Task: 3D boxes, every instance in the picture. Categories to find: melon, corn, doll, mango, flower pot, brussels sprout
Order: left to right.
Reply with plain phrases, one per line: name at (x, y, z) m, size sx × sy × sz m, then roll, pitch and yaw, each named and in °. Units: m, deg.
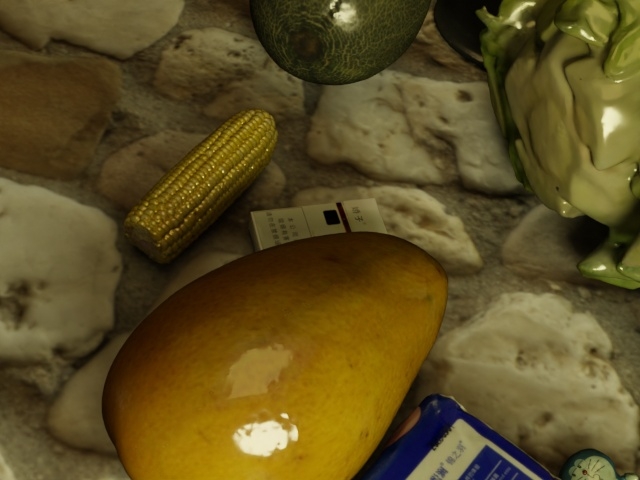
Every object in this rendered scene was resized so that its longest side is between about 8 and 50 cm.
corn at (-0.134, -0.068, 1.153) m, size 0.081 × 0.081 × 0.248 m, roll 29°, pitch 52°, yaw 14°
mango at (-0.032, 0.113, 0.916) m, size 0.378 × 0.263 × 0.221 m, roll -36°, pitch 105°, yaw -36°
melon at (0.032, -0.345, 1.311) m, size 0.237 × 0.238 × 0.302 m, roll 20°, pitch 50°, yaw 7°
flower pot at (0.294, -0.367, 1.431) m, size 0.235 × 0.148 × 0.235 m, roll 5°, pitch 49°, yaw -6°
doll at (0.277, 0.252, 0.982) m, size 0.083 × 0.050 × 0.076 m, roll 39°, pitch 73°, yaw 19°
brussels sprout at (0.412, -0.166, 1.155) m, size 0.360 × 0.342 × 0.425 m, roll -16°, pitch 66°, yaw -13°

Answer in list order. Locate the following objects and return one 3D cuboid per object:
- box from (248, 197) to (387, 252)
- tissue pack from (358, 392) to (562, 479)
box at (0.000, 0.000, 1.146) m, size 0.154 × 0.040 × 0.084 m, roll -7°, pitch 52°, yaw -14°
tissue pack at (0.095, 0.296, 0.864) m, size 0.209 × 0.137 × 0.269 m, roll 34°, pitch 50°, yaw 18°
